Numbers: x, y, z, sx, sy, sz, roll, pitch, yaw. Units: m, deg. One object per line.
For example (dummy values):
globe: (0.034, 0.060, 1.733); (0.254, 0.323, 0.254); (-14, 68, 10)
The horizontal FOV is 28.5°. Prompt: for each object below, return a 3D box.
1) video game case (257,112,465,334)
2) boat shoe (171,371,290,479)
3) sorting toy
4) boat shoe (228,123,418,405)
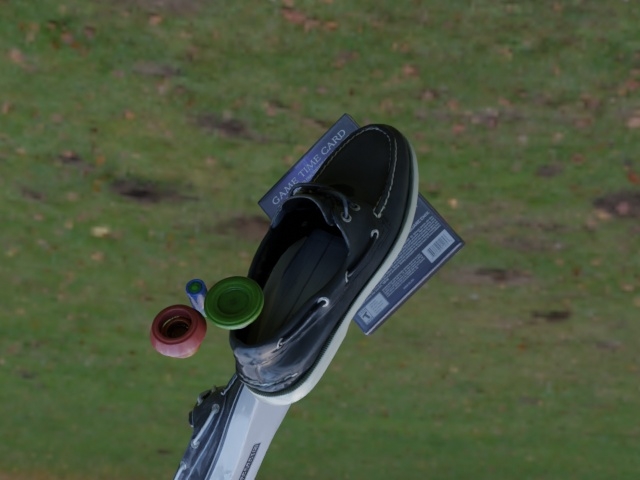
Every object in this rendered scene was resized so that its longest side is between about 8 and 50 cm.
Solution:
video game case: (0.055, -0.026, 1.853); (0.196, 0.274, 0.026); (-45, 156, 12)
boat shoe: (-0.112, 0.220, 1.539); (0.102, 0.301, 0.108); (25, -172, 24)
sorting toy: (-0.094, 0.067, 1.063); (0.102, 0.061, 0.042); (-21, 142, -4)
boat shoe: (-0.004, 0.000, 1.317); (0.127, 0.340, 0.113); (18, 158, 35)
